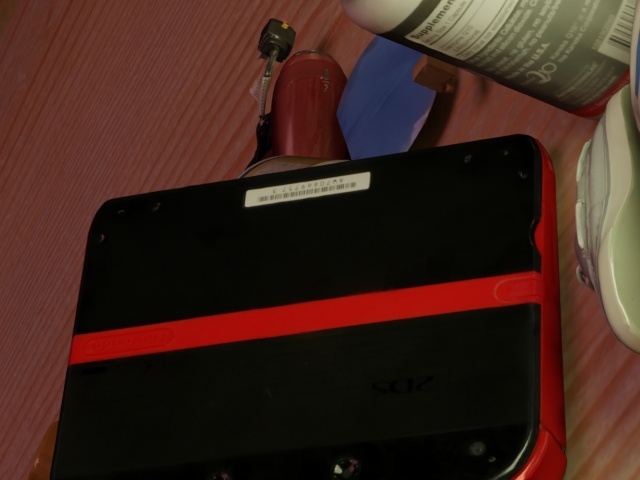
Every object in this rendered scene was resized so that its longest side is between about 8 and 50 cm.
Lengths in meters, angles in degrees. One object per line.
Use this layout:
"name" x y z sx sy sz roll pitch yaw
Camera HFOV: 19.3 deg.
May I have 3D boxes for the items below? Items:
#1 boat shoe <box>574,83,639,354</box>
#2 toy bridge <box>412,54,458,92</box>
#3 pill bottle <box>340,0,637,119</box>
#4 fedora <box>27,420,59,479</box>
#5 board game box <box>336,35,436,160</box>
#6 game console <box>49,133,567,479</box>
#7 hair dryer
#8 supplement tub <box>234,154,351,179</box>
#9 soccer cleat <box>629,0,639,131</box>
"boat shoe" 0.209 -0.003 1.255 0.081 0.079 0.227 122 162 -45
"toy bridge" 0.109 -0.193 1.653 0.026 0.063 0.188 -52 27 39
"pill bottle" 0.113 -0.205 1.356 0.161 0.283 0.161 -50 29 42
"fedora" -0.274 0.255 2.091 0.194 0.079 0.194 19 -90 -86
"board game box" 0.074 -0.128 1.729 0.133 0.033 0.169 -53 32 27
"game console" -0.012 0.082 1.411 0.386 0.060 0.342 -8 48 15
"hair dryer" -0.025 -0.087 1.911 0.293 0.080 0.224 -113 31 -67
"supplement tub" 0.000 0.000 1.643 0.199 0.144 0.144 12 83 68
"soccer cleat" 0.255 -0.064 1.169 0.143 0.116 0.331 110 168 -53
